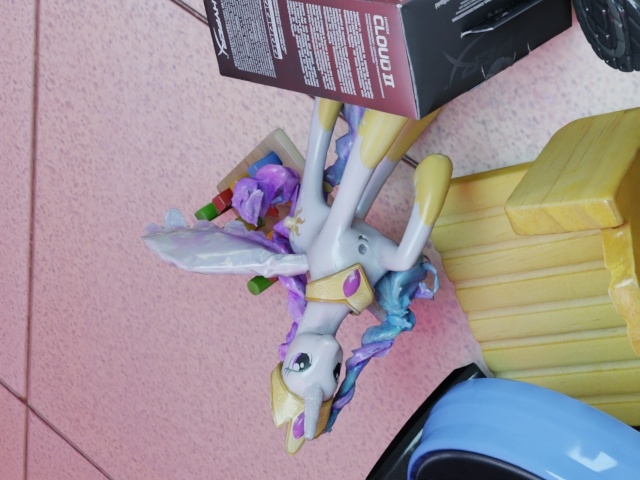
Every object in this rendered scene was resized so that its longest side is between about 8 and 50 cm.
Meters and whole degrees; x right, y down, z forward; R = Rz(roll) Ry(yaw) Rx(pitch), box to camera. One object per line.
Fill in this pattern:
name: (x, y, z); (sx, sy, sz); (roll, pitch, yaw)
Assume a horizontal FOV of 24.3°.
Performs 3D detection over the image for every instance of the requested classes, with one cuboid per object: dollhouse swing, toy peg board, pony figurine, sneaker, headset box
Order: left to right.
toy peg board: (-0.062, -0.021, 1.771); (0.161, 0.079, 0.160); (53, 143, 1)
pony figurine: (0.000, 0.000, 1.536); (0.351, 0.302, 0.364); (-126, 55, -65)
headset box: (0.069, -0.216, 1.351); (0.293, 0.218, 0.110); (19, 131, 44)
dollhouse swing: (0.227, 0.096, 1.393); (0.305, 0.315, 0.347); (-16, 107, 30)
sneaker: (0.307, -0.190, 1.224); (0.286, 0.130, 0.109); (50, 161, 44)

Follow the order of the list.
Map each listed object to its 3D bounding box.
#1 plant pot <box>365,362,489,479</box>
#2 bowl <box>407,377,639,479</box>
plant pot: (0.154, 0.261, 1.621); (0.187, 0.167, 0.188); (51, 173, 5)
bowl: (0.243, 0.289, 1.345); (0.391, 0.077, 0.391); (34, 154, 20)
